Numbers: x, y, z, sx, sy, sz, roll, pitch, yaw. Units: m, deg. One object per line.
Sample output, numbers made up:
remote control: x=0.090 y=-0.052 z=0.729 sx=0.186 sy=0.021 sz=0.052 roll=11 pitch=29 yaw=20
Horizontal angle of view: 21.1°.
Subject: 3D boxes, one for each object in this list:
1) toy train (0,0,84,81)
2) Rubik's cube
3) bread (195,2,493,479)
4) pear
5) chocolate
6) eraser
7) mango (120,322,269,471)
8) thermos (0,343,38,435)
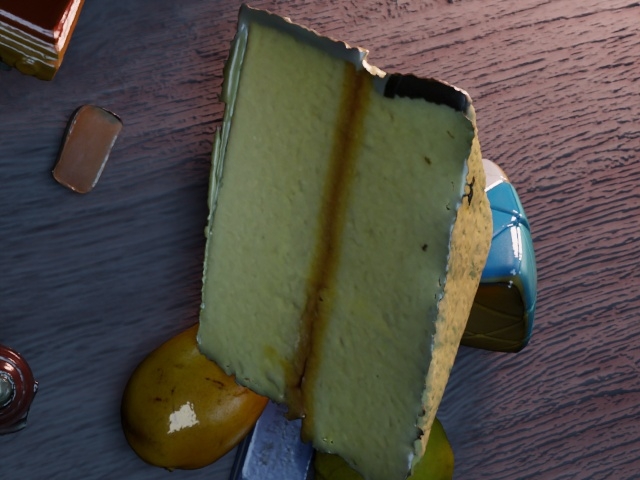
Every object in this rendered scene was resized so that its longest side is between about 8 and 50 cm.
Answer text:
toy train: x=-0.302 y=-0.330 z=1.817 sx=0.163 sy=0.231 sz=0.369 roll=25 pitch=57 yaw=-17
Rubik's cube: x=0.198 y=0.024 z=2.053 sx=0.254 sy=0.254 sz=0.255 roll=1 pitch=88 yaw=-18
bread: x=0.000 y=0.000 z=1.842 sx=0.345 sy=0.242 sz=0.405 roll=15 pitch=60 yaw=24
pear: x=0.071 y=0.253 z=1.997 sx=0.162 sy=0.149 sz=0.149 roll=7 pitch=86 yaw=-8
chocolate: x=-0.270 y=-0.105 z=1.953 sx=0.064 sy=0.031 sz=0.101 roll=23 pitch=85 yaw=-34
eraser: x=-0.039 y=0.201 z=2.016 sx=0.082 sy=0.036 sz=0.225 roll=19 pitch=82 yaw=-19
mango: x=-0.130 y=0.166 z=1.947 sx=0.145 sy=0.112 sz=0.219 roll=44 pitch=73 yaw=-2
thermos: x=-0.355 y=0.146 z=1.810 sx=0.098 sy=0.232 sz=0.124 roll=4 pitch=86 yaw=-18
